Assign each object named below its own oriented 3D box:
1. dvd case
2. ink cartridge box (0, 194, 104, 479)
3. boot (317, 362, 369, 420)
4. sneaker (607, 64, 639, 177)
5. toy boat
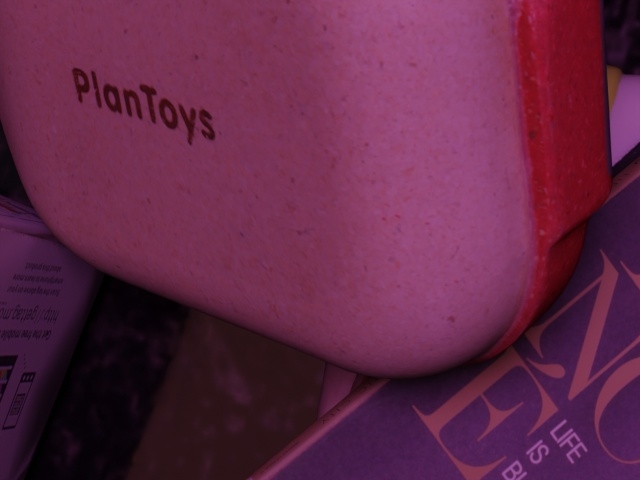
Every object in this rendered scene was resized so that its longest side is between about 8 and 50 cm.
[{"bbox_3d":[0.108,0.066,0.450,0.221,0.018,0.164,-38,101,-13],"label":"dvd case"},{"bbox_3d":[-0.269,0.067,0.520,0.310,0.130,0.271,21,91,11],"label":"ink cartridge box"},{"bbox_3d":[0.000,0.000,0.526,0.087,0.042,0.118,28,90,17],"label":"boot"},{"bbox_3d":[0.089,0.055,0.480,0.097,0.084,0.234,11,87,10],"label":"sneaker"},{"bbox_3d":[0.002,-0.065,0.447,0.231,0.151,0.151,19,125,45],"label":"toy boat"}]
